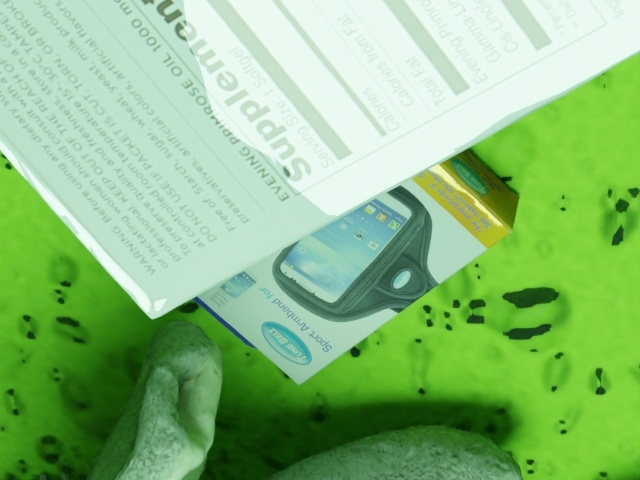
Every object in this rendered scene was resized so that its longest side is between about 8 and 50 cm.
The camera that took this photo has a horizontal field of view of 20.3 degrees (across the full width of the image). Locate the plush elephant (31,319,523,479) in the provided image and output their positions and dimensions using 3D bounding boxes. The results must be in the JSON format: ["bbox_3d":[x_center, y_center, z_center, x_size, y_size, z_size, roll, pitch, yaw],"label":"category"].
[{"bbox_3d":[-0.033,0.182,0.662,0.330,0.255,0.271,23,91,13],"label":"plush elephant"}]

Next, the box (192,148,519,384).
[{"bbox_3d":[0.000,0.000,0.692,0.081,0.028,0.136,42,121,-15],"label":"box"}]

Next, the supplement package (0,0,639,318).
[{"bbox_3d":[-0.019,-0.151,0.449,0.145,0.262,0.204,-28,113,27],"label":"supplement package"}]
